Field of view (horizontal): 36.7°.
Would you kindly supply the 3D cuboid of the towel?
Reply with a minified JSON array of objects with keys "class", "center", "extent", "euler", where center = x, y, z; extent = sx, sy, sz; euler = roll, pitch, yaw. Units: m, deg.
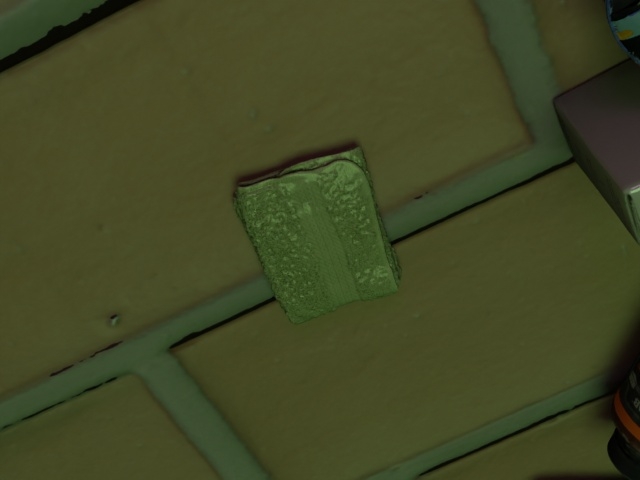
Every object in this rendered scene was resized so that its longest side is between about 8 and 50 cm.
[{"class":"towel","center":[0.000,0.000,0.763],"extent":[0.110,0.027,0.148],"euler":[-18,126,3]}]

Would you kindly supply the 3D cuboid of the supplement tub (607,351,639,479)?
[{"class":"supplement tub","center":[0.334,0.134,0.876],"extent":[0.106,0.106,0.198],"euler":[8,122,-16]}]

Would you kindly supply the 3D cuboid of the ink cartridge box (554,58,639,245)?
[{"class":"ink cartridge box","center":[0.339,-0.079,0.629],"extent":[0.296,0.261,0.066],"euler":[-28,126,8]}]

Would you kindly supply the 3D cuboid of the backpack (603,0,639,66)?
[{"class":"backpack","center":[0.259,-0.190,0.624],"extent":[0.158,0.117,0.173],"euler":[33,112,-29]}]
